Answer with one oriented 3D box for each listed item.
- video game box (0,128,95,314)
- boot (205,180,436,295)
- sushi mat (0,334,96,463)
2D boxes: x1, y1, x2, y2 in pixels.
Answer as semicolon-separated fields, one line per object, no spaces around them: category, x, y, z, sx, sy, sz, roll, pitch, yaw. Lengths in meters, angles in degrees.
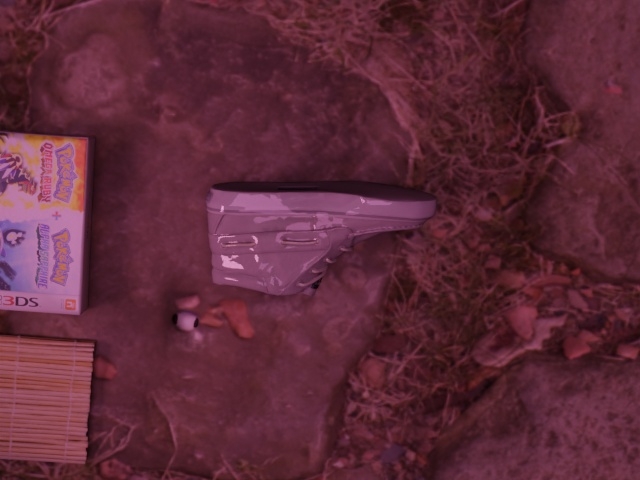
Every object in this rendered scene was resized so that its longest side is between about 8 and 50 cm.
video game box;-0.354;-0.023;1.086;0.187;0.048;0.205;3;98;-5
boot;0.000;0.000;1.089;0.258;0.095;0.123;2;104;6
sushi mat;-0.425;0.180;1.126;0.316;0.019;0.151;4;99;-3
